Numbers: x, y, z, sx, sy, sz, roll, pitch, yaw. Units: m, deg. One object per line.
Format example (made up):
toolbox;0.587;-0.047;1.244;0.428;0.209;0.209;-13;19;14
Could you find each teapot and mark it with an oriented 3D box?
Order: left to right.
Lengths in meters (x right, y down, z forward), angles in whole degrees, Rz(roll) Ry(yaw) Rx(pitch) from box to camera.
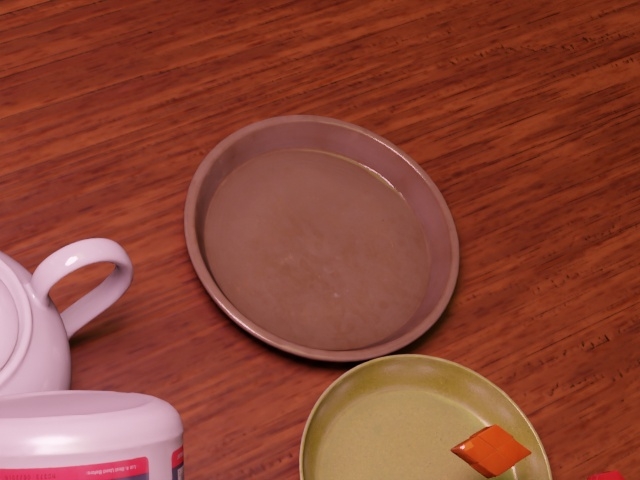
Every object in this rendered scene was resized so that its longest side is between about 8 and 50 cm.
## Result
teapot;-0.313;0.087;1.218;0.252;0.187;0.256;21;55;-4

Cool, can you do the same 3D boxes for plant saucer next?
plant saucer;0.000;0.000;1.454;0.277;0.041;0.278;8;57;-13
plant saucer;0.093;0.219;1.350;0.241;0.037;0.241;8;59;-13

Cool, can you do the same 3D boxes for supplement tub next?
supplement tub;-0.192;0.255;1.094;0.191;0.191;0.272;-2;91;-18

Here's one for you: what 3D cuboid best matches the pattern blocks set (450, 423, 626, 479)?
pattern blocks set;0.154;0.305;1.278;0.324;0.026;0.285;17;69;-23
